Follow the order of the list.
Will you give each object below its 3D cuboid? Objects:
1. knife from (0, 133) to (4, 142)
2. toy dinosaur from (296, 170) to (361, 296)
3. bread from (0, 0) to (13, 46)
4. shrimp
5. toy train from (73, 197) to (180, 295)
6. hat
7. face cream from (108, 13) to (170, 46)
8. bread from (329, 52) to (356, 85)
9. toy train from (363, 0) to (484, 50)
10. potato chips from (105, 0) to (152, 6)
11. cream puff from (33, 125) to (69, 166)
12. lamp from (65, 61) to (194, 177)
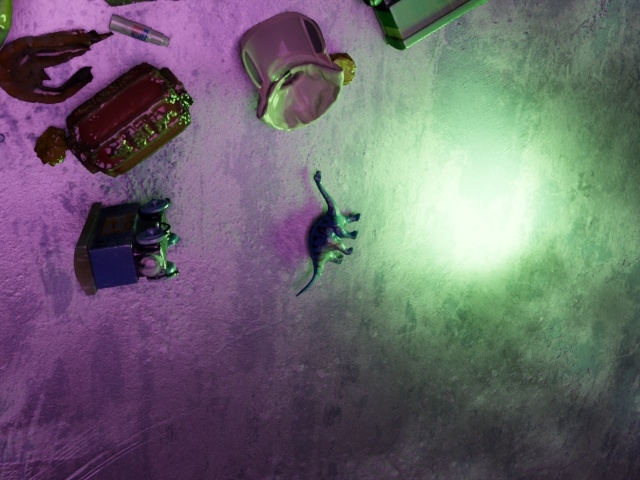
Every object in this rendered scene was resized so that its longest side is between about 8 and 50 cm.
[{"bbox_3d":[-0.717,-0.200,1.536,0.096,0.010,0.027,-28,116,-7],"label":"knife"},{"bbox_3d":[0.031,-0.007,1.827,0.144,0.076,0.329,6,105,-13],"label":"toy dinosaur"},{"bbox_3d":[-0.714,-0.423,1.323,0.395,0.239,0.264,-24,111,-13],"label":"bread"},{"bbox_3d":[-0.547,-0.359,1.509,0.254,0.059,0.145,-13,116,-13],"label":"shrimp"},{"bbox_3d":[-0.412,0.006,1.562,0.201,0.300,0.131,-9,113,-6],"label":"toy train"},{"bbox_3d":[-0.077,-0.386,1.652,0.219,0.164,0.226,-26,76,-3],"label":"hat"},{"bbox_3d":[-0.384,-0.445,1.545,0.130,0.034,0.034,15,104,-24],"label":"face cream"},{"bbox_3d":[0.045,-0.402,1.701,0.083,0.046,0.081,-35,122,-6],"label":"bread"},{"bbox_3d":[0.248,-0.584,1.661,0.300,0.120,0.202,-32,118,-5],"label":"toy train"},{"bbox_3d":[-0.351,-0.565,1.501,0.167,0.059,0.228,31,97,-35],"label":"potato chips"},{"bbox_3d":[-0.577,-0.201,1.552,0.083,0.058,0.083,-15,106,10],"label":"cream puff"},{"bbox_3d":[-0.403,-0.253,1.533,0.274,0.177,0.177,-35,116,-4],"label":"lamp"}]
